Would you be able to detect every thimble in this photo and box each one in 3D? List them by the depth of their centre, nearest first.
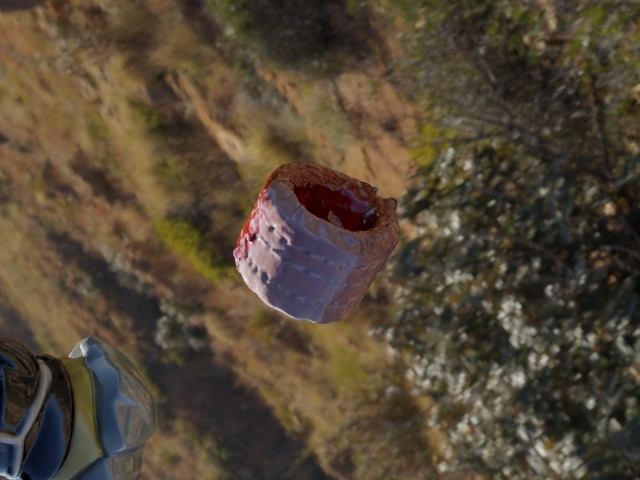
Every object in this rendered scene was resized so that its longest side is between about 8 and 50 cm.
[{"bbox_3d":[-0.005,-0.001,1.311,0.163,0.189,0.125,33,115,12],"label":"thimble"}]

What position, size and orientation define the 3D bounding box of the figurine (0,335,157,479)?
[{"bbox_3d":[-0.258,0.163,0.995,0.133,0.236,0.176,36,109,50],"label":"figurine"}]
